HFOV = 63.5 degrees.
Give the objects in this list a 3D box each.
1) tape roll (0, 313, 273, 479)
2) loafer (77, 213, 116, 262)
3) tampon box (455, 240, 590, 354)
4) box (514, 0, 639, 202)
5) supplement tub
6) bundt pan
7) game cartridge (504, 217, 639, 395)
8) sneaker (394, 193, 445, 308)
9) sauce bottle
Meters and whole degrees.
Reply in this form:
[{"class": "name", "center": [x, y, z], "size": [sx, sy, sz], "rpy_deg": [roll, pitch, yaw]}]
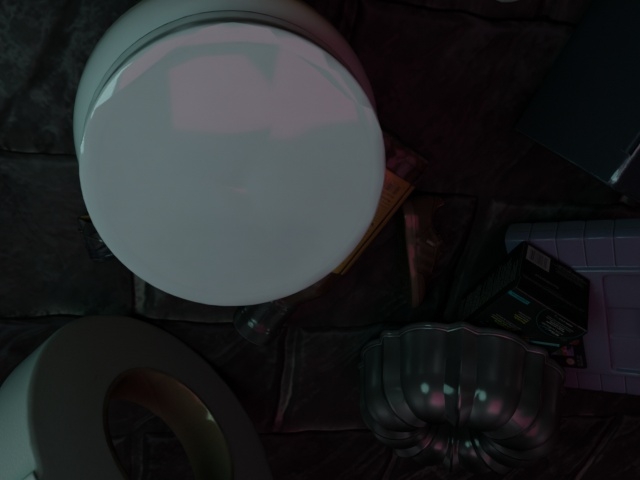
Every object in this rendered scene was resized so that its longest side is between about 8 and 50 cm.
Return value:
[{"class": "tape roll", "center": [-0.206, 0.264, 0.641], "size": [0.072, 0.392, 0.392], "rpy_deg": [-39, 120, 10]}, {"class": "loafer", "center": [-0.227, -0.027, 0.664], "size": [0.170, 0.062, 0.061], "rpy_deg": [-22, 117, -2]}, {"class": "tampon box", "center": [0.301, 0.106, 0.785], "size": [0.121, 0.101, 0.161], "rpy_deg": [32, 138, -1]}, {"class": "box", "center": [0.523, -0.172, 0.669], "size": [0.396, 0.212, 0.293], "rpy_deg": [18, 114, -23]}, {"class": "supplement tub", "center": [-0.086, -0.117, 0.486], "size": [0.241, 0.331, 0.240], "rpy_deg": [-6, 120, -10]}, {"class": "bundt pan", "center": [0.213, 0.268, 0.811], "size": [0.331, 0.124, 0.330], "rpy_deg": [9, 140, 7]}, {"class": "game cartridge", "center": [0.438, 0.121, 0.837], "size": [0.230, 0.068, 0.355], "rpy_deg": [-5, 126, 29]}, {"class": "sneaker", "center": [0.156, 0.020, 0.776], "size": [0.071, 0.066, 0.188], "rpy_deg": [-13, 122, -7]}, {"class": "sauce bottle", "center": [0.000, 0.000, 0.702], "size": [0.111, 0.111, 0.344], "rpy_deg": [31, 107, -26]}]
